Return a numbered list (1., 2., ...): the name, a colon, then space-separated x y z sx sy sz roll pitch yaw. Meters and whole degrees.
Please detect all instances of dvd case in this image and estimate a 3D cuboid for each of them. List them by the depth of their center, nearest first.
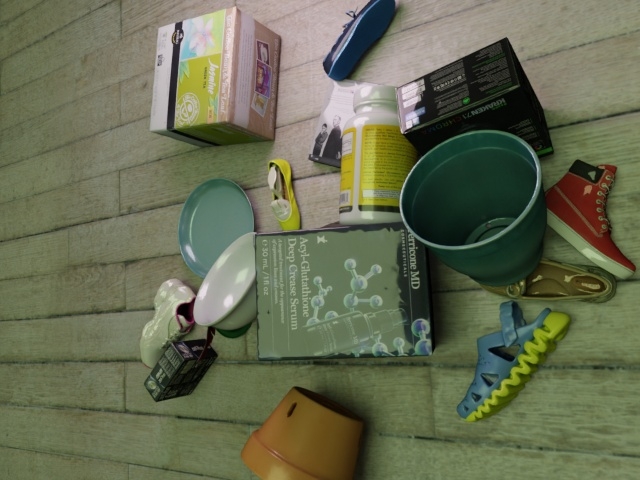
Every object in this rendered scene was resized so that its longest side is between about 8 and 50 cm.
1. dvd case: 0.073 -0.317 1.502 0.179 0.029 0.239 19 95 32

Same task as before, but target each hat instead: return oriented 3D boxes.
1. hat: -0.314 0.212 1.606 0.208 0.183 0.173 41 107 28

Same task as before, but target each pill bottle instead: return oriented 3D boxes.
1. pill bottle: 0.145 -0.196 1.351 0.187 0.188 0.334 1 86 32

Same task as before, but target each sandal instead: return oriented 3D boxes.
1. sandal: 0.396 0.257 1.198 0.138 0.126 0.317 40 98 32

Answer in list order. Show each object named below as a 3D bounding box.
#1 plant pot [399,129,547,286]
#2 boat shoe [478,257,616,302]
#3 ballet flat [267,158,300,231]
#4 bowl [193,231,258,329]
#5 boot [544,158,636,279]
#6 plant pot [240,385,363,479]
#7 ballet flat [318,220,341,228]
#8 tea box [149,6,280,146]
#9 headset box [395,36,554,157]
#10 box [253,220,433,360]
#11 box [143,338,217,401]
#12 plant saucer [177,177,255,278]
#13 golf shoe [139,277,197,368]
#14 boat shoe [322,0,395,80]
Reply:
1. plant pot: 0.338 -0.038 1.124 0.271 0.255 0.272 -19 50 24
2. boat shoe: 0.471 0.080 1.176 0.285 0.089 0.105 0 86 32
3. ballet flat: -0.114 -0.125 1.574 0.077 0.077 0.231 -14 78 30
4. bowl: -0.210 0.135 1.523 0.298 0.134 0.298 -37 31 27
5. boot: 0.580 -0.053 1.124 0.176 0.088 0.244 -50 59 17
6. plant pot: -0.024 0.497 1.360 0.290 0.291 0.204 20 80 32
7. ballet flat: 0.000 0.000 1.502 0.249 0.084 0.058 -15 111 30
8. tea box: -0.314 -0.471 1.648 0.323 0.220 0.329 1 86 32
9. headset box: 0.339 -0.254 1.187 0.246 0.283 0.131 -18 60 29
10. box: 0.061 0.125 1.296 0.395 0.212 0.294 -5 82 12
11. box: -0.428 0.396 1.684 0.077 0.147 0.180 44 109 27
12. plant saucer: -0.321 -0.036 1.718 0.317 0.043 0.318 -3 84 31
13. golf shoe: -0.483 0.281 1.754 0.140 0.115 0.306 22 99 29
14. boat shoe: 0.087 -0.557 1.468 0.258 0.109 0.089 -46 49 13
